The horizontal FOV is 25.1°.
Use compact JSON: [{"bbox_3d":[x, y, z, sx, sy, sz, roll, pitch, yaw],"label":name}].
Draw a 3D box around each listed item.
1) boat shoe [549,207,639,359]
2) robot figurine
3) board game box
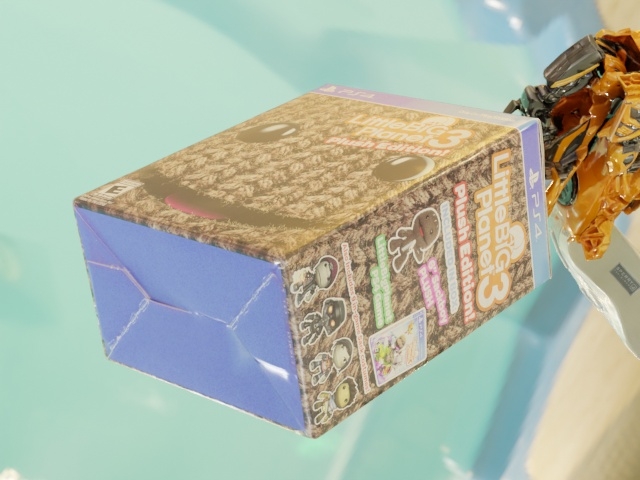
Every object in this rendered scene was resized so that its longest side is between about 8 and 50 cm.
[{"bbox_3d":[0.320,0.042,1.535,0.079,0.081,0.227,-39,117,4],"label":"boat shoe"},{"bbox_3d":[0.251,-0.085,1.286,0.211,0.085,0.291,-10,150,-25],"label":"robot figurine"},{"bbox_3d":[0.000,0.000,1.120,0.291,0.232,0.141,-29,122,-40],"label":"board game box"}]
